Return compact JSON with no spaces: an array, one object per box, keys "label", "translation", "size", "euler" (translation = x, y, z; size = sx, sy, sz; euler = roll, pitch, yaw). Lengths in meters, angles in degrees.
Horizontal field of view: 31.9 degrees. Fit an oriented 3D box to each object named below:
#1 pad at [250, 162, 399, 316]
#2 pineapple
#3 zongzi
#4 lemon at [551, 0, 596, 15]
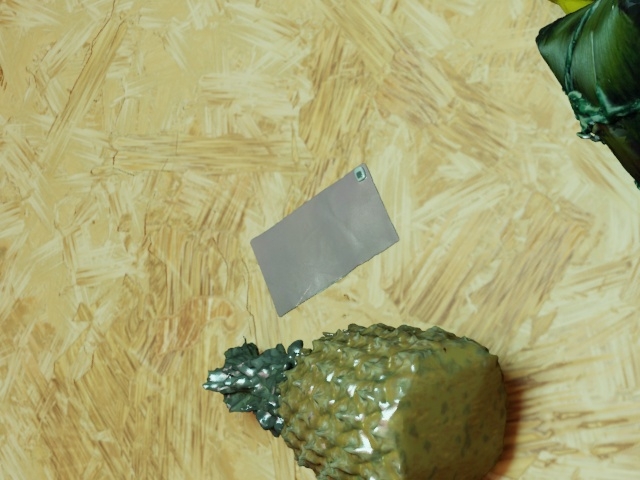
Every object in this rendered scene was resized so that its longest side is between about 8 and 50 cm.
[{"label":"pad","translation":[0.000,0.000,1.355],"size":[0.188,0.006,0.113],"euler":[-34,65,24]},{"label":"pineapple","translation":[0.017,0.167,1.211],"size":[0.362,0.202,0.202],"euler":[12,87,45]},{"label":"zongzi","translation":[0.417,-0.148,0.983],"size":[0.383,0.319,0.362],"euler":[43,95,-9]},{"label":"lemon","translation":[0.291,-0.351,1.104],"size":[0.234,0.233,0.288],"euler":[21,104,34]}]
